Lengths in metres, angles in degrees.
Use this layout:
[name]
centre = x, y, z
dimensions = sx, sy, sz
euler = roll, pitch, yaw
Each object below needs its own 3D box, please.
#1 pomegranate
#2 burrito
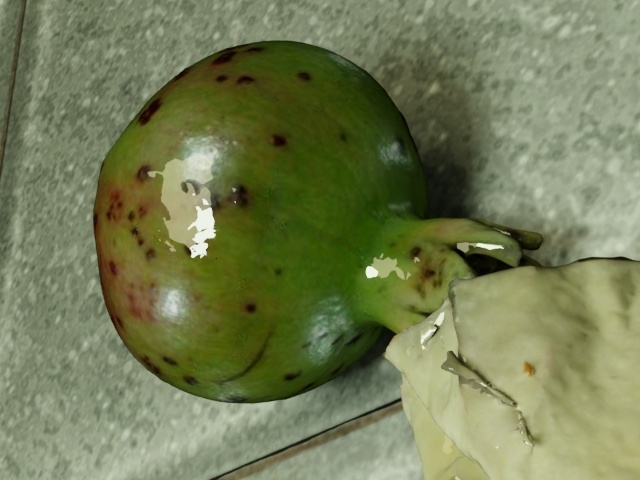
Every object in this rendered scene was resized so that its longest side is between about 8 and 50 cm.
[pomegranate]
centre = -0.001, -0.017, 1.088
dimensions = 0.306, 0.242, 0.242
euler = -9, 58, 24
[burrito]
centre = 0.153, 0.159, 0.833
dimensions = 0.332, 0.190, 0.135
euler = -105, 21, -46
